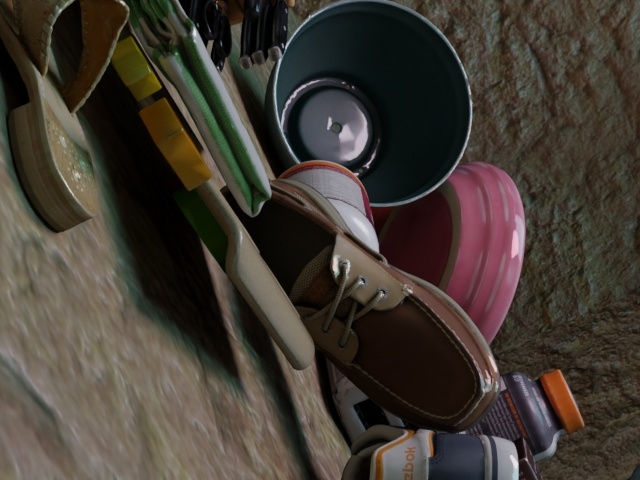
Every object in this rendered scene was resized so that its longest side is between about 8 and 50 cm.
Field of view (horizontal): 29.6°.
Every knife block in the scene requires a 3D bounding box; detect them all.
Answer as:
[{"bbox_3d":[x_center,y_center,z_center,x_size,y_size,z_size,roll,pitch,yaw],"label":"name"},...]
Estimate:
[{"bbox_3d":[-0.071,-0.318,1.391,0.242,0.276,0.088,33,-18,40],"label":"knife block"}]

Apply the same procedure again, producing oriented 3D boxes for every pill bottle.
[{"bbox_3d":[0.237,0.264,1.679,0.130,0.245,0.131,-24,90,-83],"label":"pill bottle"},{"bbox_3d":[0.000,0.000,1.297,0.221,0.121,0.121,-96,160,-69],"label":"pill bottle"}]

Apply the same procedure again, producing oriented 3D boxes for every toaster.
[{"bbox_3d":[0.082,0.165,1.345,0.146,0.129,0.227,-97,163,-60],"label":"toaster"}]

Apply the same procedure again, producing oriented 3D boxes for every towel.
[{"bbox_3d":[-0.144,-0.191,0.981,0.325,0.038,0.248,57,-3,30],"label":"towel"}]

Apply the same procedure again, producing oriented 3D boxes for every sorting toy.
[{"bbox_3d":[-0.098,-0.044,0.885,0.229,0.041,0.307,59,-2,30],"label":"sorting toy"}]

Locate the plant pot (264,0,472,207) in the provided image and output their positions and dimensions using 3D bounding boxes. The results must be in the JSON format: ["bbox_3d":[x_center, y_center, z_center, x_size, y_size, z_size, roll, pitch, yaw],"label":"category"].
[{"bbox_3d":[0.044,-0.177,1.743,0.293,0.293,0.196,66,-20,0],"label":"plant pot"}]

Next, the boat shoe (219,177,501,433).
[{"bbox_3d":[0.018,0.054,1.078,0.324,0.123,0.116,38,9,28],"label":"boat shoe"}]

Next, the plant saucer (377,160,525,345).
[{"bbox_3d":[0.161,0.038,1.729,0.084,0.332,0.332,18,31,-23],"label":"plant saucer"}]

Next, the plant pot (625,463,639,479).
[{"bbox_3d":[0.287,0.387,1.122,0.341,0.334,0.341,52,19,-26],"label":"plant pot"}]

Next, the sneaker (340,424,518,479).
[{"bbox_3d":[0.074,0.235,1.082,0.321,0.127,0.126,107,-12,-64],"label":"sneaker"}]

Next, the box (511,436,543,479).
[{"bbox_3d":[0.211,0.369,1.453,0.167,0.168,0.203,9,58,-82],"label":"box"}]

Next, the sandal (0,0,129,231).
[{"bbox_3d":[-0.150,-0.117,0.741,0.088,0.079,0.240,56,13,-56],"label":"sandal"}]

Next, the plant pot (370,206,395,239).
[{"bbox_3d":[0.177,0.042,2.010,0.267,0.267,0.236,30,47,-78],"label":"plant pot"}]
